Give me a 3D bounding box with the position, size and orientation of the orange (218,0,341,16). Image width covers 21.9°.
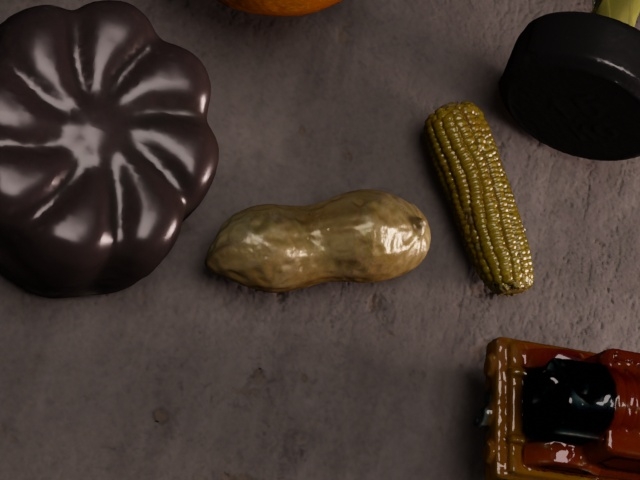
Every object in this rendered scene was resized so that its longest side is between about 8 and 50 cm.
[{"bbox_3d":[-0.049,-0.395,1.769,0.312,0.312,0.312,7,71,-20],"label":"orange"}]

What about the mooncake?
[{"bbox_3d":[-0.242,-0.098,1.678,0.306,0.154,0.306,6,74,-22],"label":"mooncake"}]

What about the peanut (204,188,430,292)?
[{"bbox_3d":[0.000,0.000,1.767,0.263,0.117,0.101,-6,55,-21],"label":"peanut"}]

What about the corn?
[{"bbox_3d":[0.180,-0.048,1.871,0.080,0.080,0.231,-13,79,-25],"label":"corn"}]

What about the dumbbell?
[{"bbox_3d":[0.353,-0.274,1.943,0.203,0.204,0.322,29,65,-11],"label":"dumbbell"}]

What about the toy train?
[{"bbox_3d":[0.351,0.199,1.777,0.369,0.231,0.163,11,67,-20],"label":"toy train"}]
